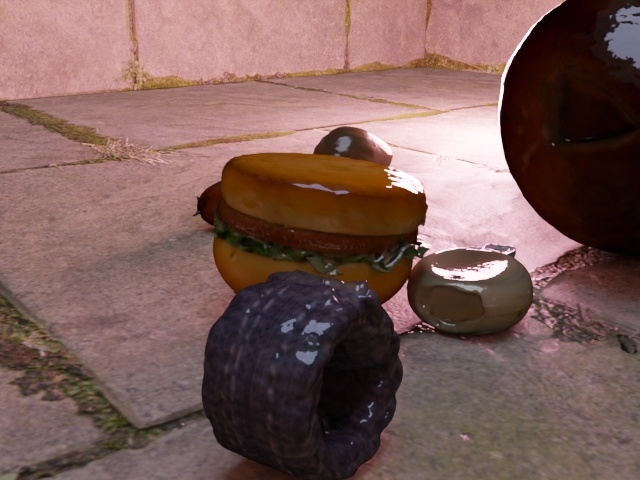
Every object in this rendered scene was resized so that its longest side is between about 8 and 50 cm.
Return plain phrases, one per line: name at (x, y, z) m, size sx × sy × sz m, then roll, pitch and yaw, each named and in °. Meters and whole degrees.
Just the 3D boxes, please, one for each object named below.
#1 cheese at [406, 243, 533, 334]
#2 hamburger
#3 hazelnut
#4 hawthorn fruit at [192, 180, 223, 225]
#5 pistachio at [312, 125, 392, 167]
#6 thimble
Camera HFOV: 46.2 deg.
cheese at (0.184, 0.042, 0.870) m, size 0.137 × 0.065 × 0.227 m, roll 11°, pitch 20°, yaw 24°
hamburger at (-0.001, 0.000, 0.820) m, size 0.246 × 0.170 × 0.246 m, roll 9°, pitch 15°, yaw -2°
hazelnut at (0.451, -0.148, 0.995) m, size 0.429 × 0.402 × 0.402 m, roll 2°, pitch 17°, yaw -18°
hawthorn fruit at (-0.145, -0.056, 1.131) m, size 0.093 × 0.081 × 0.081 m, roll -2°, pitch 19°, yaw 0°
pistachio at (0.054, -0.139, 1.337) m, size 0.184 × 0.125 × 0.124 m, roll -8°, pitch 19°, yaw -42°
thimble at (-0.010, 0.100, 0.560) m, size 0.097 × 0.150 × 0.150 m, roll 10°, pitch 20°, yaw 33°
